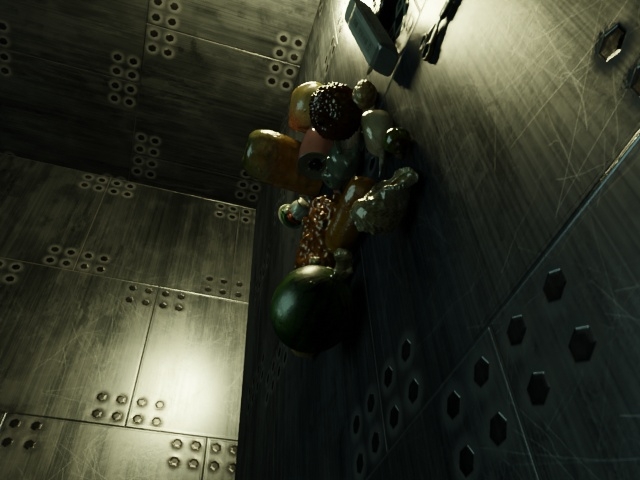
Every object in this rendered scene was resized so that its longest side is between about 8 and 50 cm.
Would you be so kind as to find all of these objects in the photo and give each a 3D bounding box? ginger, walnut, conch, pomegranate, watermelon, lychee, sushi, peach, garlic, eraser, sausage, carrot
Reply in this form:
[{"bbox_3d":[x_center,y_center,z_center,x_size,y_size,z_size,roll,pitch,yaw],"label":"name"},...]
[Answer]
[{"bbox_3d":[0.016,0.102,1.716,0.065,0.149,0.259,-40,-21,-42],"label":"ginger"},{"bbox_3d":[0.142,-0.466,1.816,0.079,0.082,0.096,68,-157,-60],"label":"walnut"},{"bbox_3d":[0.150,-0.100,1.339,0.207,0.130,0.155,-53,37,29],"label":"conch"},{"bbox_3d":[0.193,-0.243,1.425,0.073,0.073,0.085,-118,25,-70],"label":"pomegranate"},{"bbox_3d":[-0.021,0.190,1.562,0.242,0.242,0.243,-168,90,-77],"label":"watermelon"},{"bbox_3d":[0.051,-0.432,1.901,0.238,0.200,0.200,-45,-20,-55],"label":"lychee"},{"bbox_3d":[0.197,-0.761,1.859,0.339,0.068,0.320,152,129,-73],"label":"sushi"},{"bbox_3d":[-0.049,-0.552,2.389,0.232,0.232,0.233,-168,90,-77],"label":"peach"},{"bbox_3d":[0.161,-0.290,1.601,0.198,0.090,0.129,-102,12,-46],"label":"garlic"},{"bbox_3d":[0.156,-0.645,1.779,0.089,0.061,0.352,116,146,-42],"label":"eraser"},{"bbox_3d":[0.086,-0.069,1.636,0.109,0.108,0.271,-92,20,-47],"label":"sausage"},{"bbox_3d":[-0.149,-0.324,2.345,0.224,0.340,0.224,-164,90,-79],"label":"carrot"}]

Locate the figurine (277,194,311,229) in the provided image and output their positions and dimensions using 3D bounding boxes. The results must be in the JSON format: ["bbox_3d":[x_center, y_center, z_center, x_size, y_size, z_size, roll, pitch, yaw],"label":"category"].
[{"bbox_3d":[-0.100,-0.136,2.468,0.153,0.132,0.132,-43,36,49],"label":"figurine"}]

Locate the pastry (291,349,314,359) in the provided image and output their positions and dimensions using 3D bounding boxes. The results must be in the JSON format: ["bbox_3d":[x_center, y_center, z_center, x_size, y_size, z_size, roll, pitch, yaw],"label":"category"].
[{"bbox_3d":[-0.045,0.288,1.887,0.182,0.093,0.193,-89,17,-49],"label":"pastry"}]

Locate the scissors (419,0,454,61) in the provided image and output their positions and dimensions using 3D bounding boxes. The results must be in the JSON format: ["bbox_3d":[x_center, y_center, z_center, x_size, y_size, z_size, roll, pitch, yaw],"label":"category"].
[{"bbox_3d":[0.295,-0.545,1.373,0.220,0.017,0.088,117,161,-45],"label":"scissors"}]

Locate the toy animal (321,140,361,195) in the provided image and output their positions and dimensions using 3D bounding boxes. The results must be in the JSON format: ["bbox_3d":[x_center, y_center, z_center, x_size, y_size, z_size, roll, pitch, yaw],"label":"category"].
[{"bbox_3d":[0.057,-0.221,1.880,0.236,0.107,0.138,115,161,-45],"label":"toy animal"}]

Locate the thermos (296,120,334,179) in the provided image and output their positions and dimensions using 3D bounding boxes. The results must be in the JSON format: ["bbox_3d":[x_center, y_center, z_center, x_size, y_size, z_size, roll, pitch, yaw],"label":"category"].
[{"bbox_3d":[-0.002,-0.390,2.218,0.176,0.145,0.265,120,162,-51],"label":"thermos"}]

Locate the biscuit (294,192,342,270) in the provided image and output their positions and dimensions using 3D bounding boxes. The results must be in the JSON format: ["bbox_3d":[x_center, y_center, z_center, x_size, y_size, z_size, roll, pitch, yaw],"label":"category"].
[{"bbox_3d":[0.000,0.000,1.922,0.318,0.110,0.312,164,119,-75],"label":"biscuit"}]
